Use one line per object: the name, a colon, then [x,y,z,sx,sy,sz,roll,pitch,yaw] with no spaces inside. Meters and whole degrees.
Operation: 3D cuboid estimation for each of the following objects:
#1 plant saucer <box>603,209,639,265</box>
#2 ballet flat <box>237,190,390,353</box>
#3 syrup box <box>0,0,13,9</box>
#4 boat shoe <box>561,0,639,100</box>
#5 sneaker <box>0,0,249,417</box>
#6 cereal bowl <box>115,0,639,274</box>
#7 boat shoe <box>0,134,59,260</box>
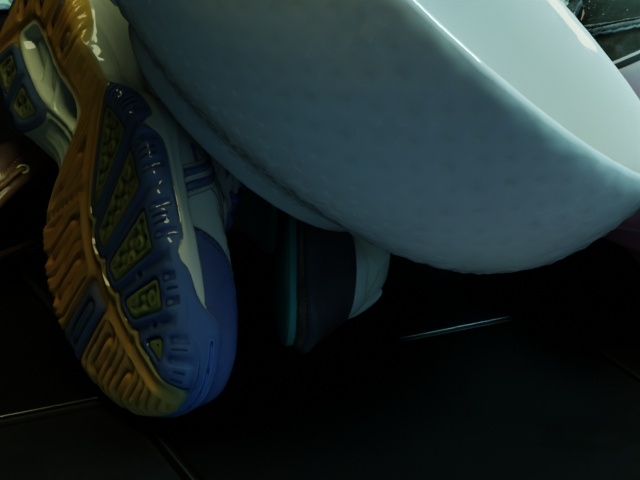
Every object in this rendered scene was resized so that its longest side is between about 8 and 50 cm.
plant saucer: [0.301,-0.049,0.858,0.332,0.084,0.332,-13,14,3]
ballet flat: [0.000,0.000,0.804,0.074,0.074,0.203,0,22,-11]
syrup box: [-0.243,-0.266,1.338,0.237,0.096,0.093,-6,24,-22]
boat shoe: [0.149,-0.129,0.924,0.113,0.105,0.306,-27,10,-30]
sneaker: [-0.073,-0.036,0.762,0.131,0.112,0.296,14,41,-36]
cereal bowl: [0.008,-0.108,0.735,0.339,0.141,0.339,39,20,-17]
boat shoe: [-0.145,-0.036,0.858,0.073,0.073,0.207,16,33,34]
